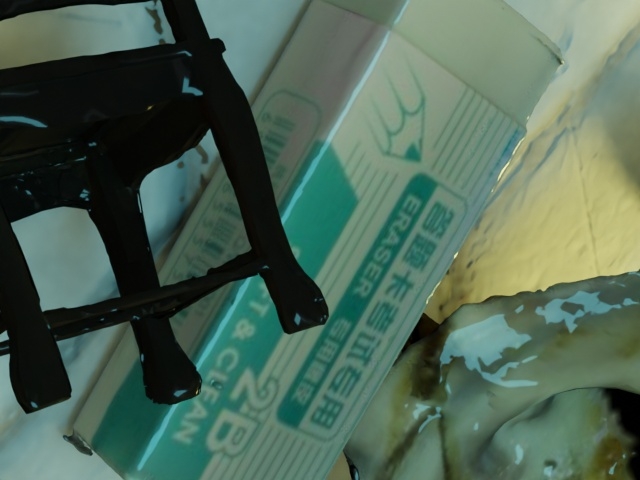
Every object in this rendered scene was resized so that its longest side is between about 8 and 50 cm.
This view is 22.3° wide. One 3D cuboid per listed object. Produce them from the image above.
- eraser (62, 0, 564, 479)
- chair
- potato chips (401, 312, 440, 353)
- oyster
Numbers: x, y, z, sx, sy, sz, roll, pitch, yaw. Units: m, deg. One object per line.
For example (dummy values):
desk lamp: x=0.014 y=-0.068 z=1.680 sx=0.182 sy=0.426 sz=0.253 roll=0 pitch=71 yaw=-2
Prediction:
eraser: x=0.000 y=0.000 z=0.625 sx=0.095 sy=0.052 sz=0.225 roll=29 pitch=90 yaw=-43
chair: x=-0.095 y=-0.056 z=0.504 sx=0.106 sy=0.113 sz=0.229 roll=-14 pitch=81 yaw=-36
potato chips: x=0.107 y=0.056 z=0.765 sx=0.204 sy=0.026 sz=0.037 roll=8 pitch=92 yaw=-42
oyster: x=0.121 y=0.098 z=0.699 sx=0.271 sy=0.100 sz=0.275 roll=-12 pitch=97 yaw=-22
